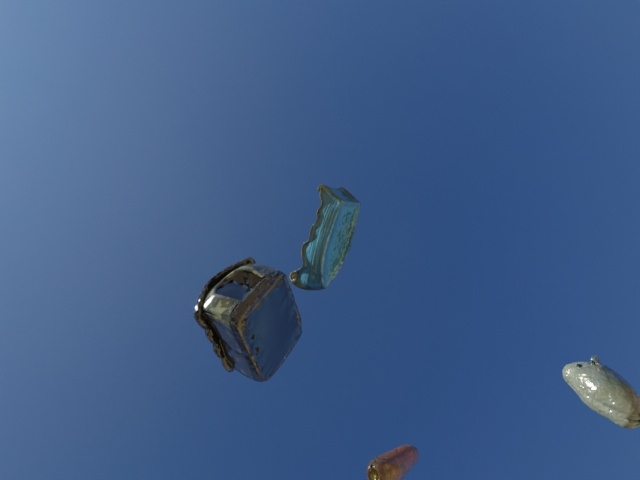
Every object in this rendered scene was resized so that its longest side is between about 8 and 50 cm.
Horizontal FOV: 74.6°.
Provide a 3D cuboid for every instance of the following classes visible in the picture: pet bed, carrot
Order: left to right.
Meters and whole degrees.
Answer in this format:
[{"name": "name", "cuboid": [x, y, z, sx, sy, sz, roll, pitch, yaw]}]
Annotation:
[{"name": "pet bed", "cuboid": [-0.155, 0.159, 0.882, 0.183, 0.159, 0.210, -50, -42, -38]}, {"name": "carrot", "cuboid": [0.155, 0.456, 0.858, 0.186, 0.060, 0.060, 15, -98, -52]}]

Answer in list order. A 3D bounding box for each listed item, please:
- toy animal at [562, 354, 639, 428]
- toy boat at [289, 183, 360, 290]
[{"name": "toy animal", "cuboid": [0.492, 0.262, 0.649, 0.079, 0.253, 0.070, -31, -63, -14]}, {"name": "toy boat", "cuboid": [0.000, 0.000, 0.686, 0.075, 0.077, 0.185, -5, -64, -49]}]
